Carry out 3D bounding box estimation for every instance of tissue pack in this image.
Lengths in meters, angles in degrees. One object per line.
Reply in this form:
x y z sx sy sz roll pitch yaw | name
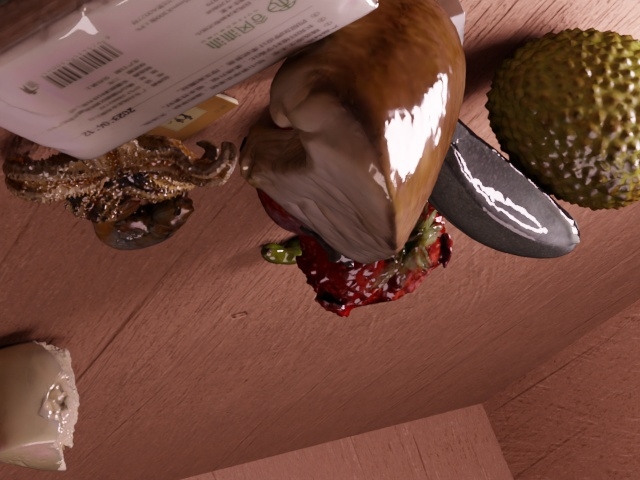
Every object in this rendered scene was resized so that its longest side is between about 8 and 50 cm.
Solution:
-0.164 -0.241 1.144 0.356 0.194 0.266 -26 160 17 | tissue pack

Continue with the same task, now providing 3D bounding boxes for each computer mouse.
0.207 -0.081 1.767 0.114 0.374 0.203 -51 -166 1 | computer mouse

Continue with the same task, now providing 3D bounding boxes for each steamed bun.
-0.494 0.284 2.168 0.170 0.225 0.200 -33 156 31 | steamed bun

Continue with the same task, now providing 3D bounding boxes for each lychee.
0.391 -0.173 1.782 0.320 0.270 0.270 2 160 0 | lychee

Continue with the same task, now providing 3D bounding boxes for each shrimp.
-0.259 -0.027 1.839 0.132 0.051 0.187 -4 157 -42 | shrimp

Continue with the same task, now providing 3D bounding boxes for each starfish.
-0.234 -0.095 1.567 0.312 0.113 0.303 -17 163 36 | starfish

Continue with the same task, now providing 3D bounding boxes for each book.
-0.197 -0.166 1.589 0.118 0.012 0.172 -29 159 24 | book

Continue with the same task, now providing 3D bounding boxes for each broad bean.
0.000 0.000 2.188 0.214 0.048 0.070 -16 161 -5 | broad bean

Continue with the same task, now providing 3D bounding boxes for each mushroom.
0.070 -0.150 1.337 0.313 0.224 0.397 -54 -177 -6 | mushroom

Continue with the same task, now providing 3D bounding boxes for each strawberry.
0.063 -0.018 1.963 0.274 0.220 0.274 -20 125 -31 | strawberry

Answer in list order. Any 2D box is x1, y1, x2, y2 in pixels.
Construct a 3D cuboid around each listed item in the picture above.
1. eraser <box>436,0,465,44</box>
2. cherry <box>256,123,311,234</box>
0.070 -0.247 1.588 0.225 0.052 0.095 -20 160 -4 | eraser
-0.005 -0.089 1.754 0.192 0.175 0.249 1 154 -28 | cherry
